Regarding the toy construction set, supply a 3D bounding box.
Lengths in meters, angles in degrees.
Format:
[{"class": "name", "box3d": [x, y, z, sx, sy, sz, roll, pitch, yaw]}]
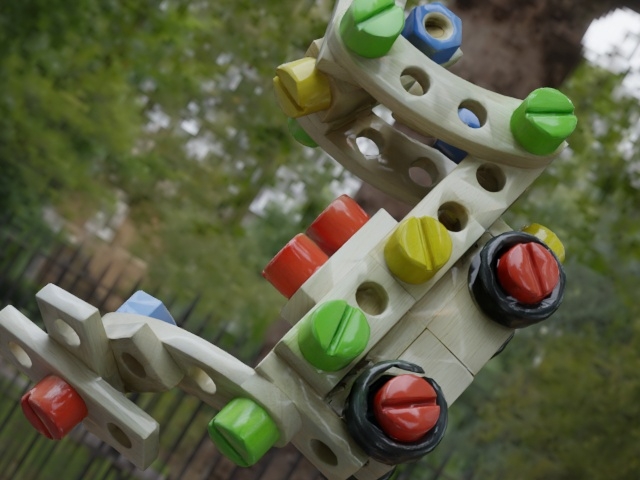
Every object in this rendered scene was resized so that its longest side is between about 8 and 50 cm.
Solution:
[{"class": "toy construction set", "box3d": [0.000, 0.000, 0.793, 0.215, 0.327, 0.151, 45, -16, 2]}]
